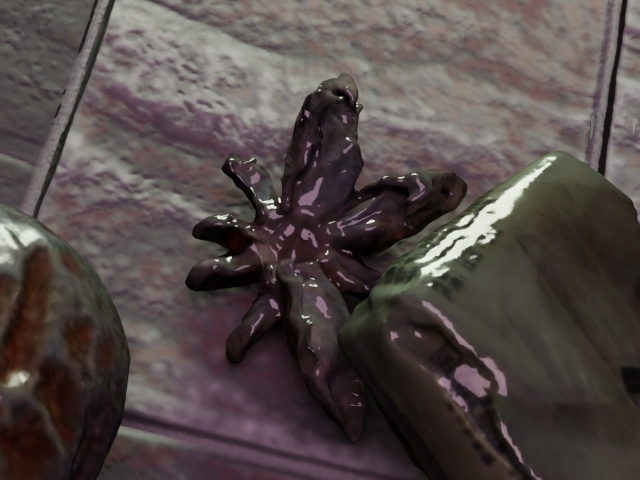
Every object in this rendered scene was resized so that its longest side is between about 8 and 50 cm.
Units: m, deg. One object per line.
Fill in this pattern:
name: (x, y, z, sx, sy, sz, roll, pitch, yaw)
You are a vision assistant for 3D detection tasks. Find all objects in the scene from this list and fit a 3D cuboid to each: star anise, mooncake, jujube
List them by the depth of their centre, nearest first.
jujube: (-0.256, 0.108, 0.812, 0.247, 0.215, 0.308, 14, 49, 0)
mooncake: (0.155, 0.092, 0.894, 0.254, 0.136, 0.250, -29, 75, -33)
star anise: (0.002, -0.004, 0.968, 0.198, 0.110, 0.257, 28, 72, 7)
